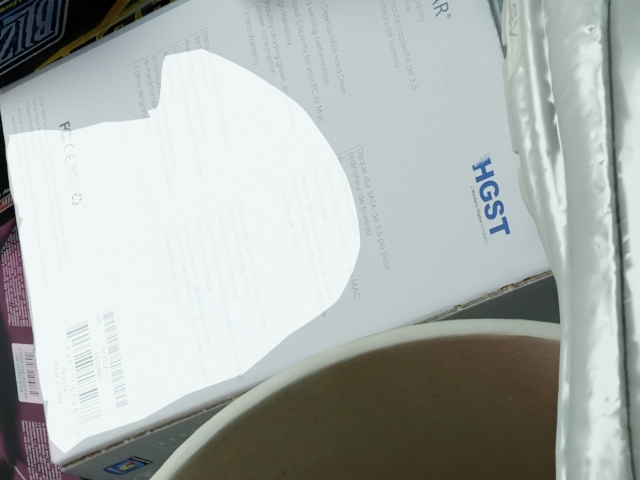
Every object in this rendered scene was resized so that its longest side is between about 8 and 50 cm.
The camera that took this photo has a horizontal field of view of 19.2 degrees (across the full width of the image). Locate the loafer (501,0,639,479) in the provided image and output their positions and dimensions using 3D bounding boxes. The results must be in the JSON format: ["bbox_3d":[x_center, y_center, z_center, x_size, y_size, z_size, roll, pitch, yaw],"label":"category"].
[{"bbox_3d":[0.125,0.035,0.503,0.111,0.112,0.320,-31,61,44],"label":"loafer"}]

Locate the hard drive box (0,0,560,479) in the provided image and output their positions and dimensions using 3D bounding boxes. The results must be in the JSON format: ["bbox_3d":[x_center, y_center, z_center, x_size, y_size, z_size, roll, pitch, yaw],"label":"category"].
[{"bbox_3d":[-0.006,-0.018,0.780,0.089,0.232,0.181,28,-136,-56],"label":"hard drive box"}]

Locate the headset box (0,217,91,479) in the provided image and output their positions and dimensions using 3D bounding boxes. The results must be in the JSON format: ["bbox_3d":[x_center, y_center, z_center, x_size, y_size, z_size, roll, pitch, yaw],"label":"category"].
[{"bbox_3d":[-0.092,0.044,1.165,0.110,0.293,0.218,2,103,37],"label":"headset box"}]

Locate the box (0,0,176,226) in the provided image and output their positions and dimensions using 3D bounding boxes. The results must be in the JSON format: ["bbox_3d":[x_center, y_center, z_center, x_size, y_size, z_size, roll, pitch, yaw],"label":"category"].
[{"bbox_3d":[-0.102,-0.146,0.934,0.079,0.322,0.257,42,148,18],"label":"box"}]

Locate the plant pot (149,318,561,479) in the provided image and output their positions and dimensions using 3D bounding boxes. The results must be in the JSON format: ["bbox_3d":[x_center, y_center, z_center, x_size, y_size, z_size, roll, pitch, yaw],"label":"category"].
[{"bbox_3d":[0.063,0.205,0.665,0.274,0.256,0.256,76,178,-58],"label":"plant pot"}]
